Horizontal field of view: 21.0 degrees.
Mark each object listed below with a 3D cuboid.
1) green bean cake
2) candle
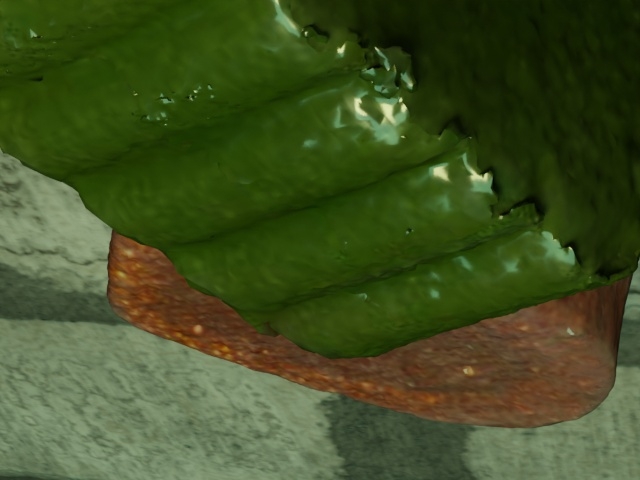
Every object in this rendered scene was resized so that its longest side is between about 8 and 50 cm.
[{"bbox_3d":[0.001,-0.116,0.579,0.156,0.250,0.247,-18,138,39],"label":"green bean cake"},{"bbox_3d":[0.000,0.000,0.912,0.287,0.131,0.317,-5,145,33],"label":"candle"}]
